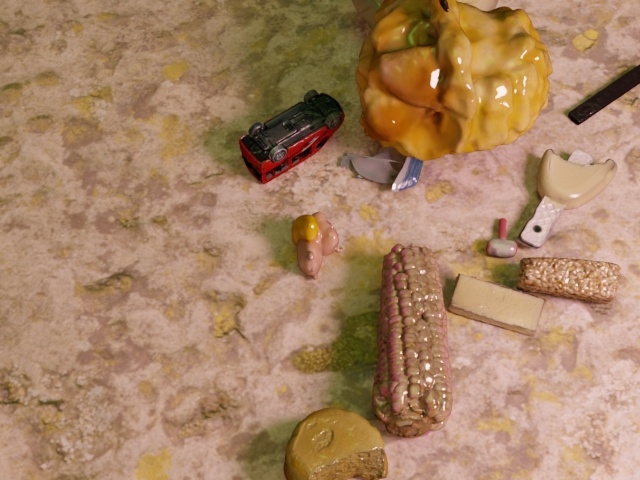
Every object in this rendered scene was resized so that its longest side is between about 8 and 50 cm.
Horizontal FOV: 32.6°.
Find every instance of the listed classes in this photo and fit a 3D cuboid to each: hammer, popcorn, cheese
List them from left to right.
[{"bbox_3d":[0.213,-0.312,1.871,0.349,0.382,0.349,-14,21,6],"label":"popcorn"},{"bbox_3d":[0.311,-0.007,1.871,0.052,0.031,0.083,7,51,2],"label":"hammer"},{"bbox_3d":[0.415,-0.075,1.899,0.127,0.050,0.235,28,63,15],"label":"cheese"}]

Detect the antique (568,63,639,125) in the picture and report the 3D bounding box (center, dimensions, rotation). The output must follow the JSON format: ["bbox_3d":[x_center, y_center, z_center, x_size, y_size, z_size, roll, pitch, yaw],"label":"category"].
[{"bbox_3d":[0.541,-0.273,2.045,0.192,0.015,0.031,-34,63,-19],"label":"antique"}]

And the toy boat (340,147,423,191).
[{"bbox_3d":[0.112,-0.127,1.947,0.149,0.034,0.105,-4,52,-3],"label":"toy boat"}]

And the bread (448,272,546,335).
[{"bbox_3d":[0.289,0.106,1.798,0.153,0.028,0.068,16,59,10],"label":"bread"}]

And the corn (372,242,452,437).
[{"bbox_3d":[0.147,0.152,1.725,0.126,0.127,0.335,3,53,3],"label":"corn"}]

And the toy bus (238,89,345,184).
[{"bbox_3d":[-0.047,-0.186,1.957,0.195,0.089,0.081,-33,61,-18],"label":"toy bus"}]

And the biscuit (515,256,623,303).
[{"bbox_3d":[0.407,0.062,1.797,0.168,0.082,0.070,7,77,4],"label":"biscuit"}]

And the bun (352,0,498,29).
[{"bbox_3d":[0.202,-0.479,2.110,0.287,0.146,0.287,1,67,-3],"label":"bun"}]

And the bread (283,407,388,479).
[{"bbox_3d":[0.017,0.313,1.639,0.156,0.086,0.125,-16,52,-13],"label":"bread"}]

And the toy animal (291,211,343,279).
[{"bbox_3d":[0.000,0.000,1.842,0.082,0.091,0.114,-2,54,-17],"label":"toy animal"}]
